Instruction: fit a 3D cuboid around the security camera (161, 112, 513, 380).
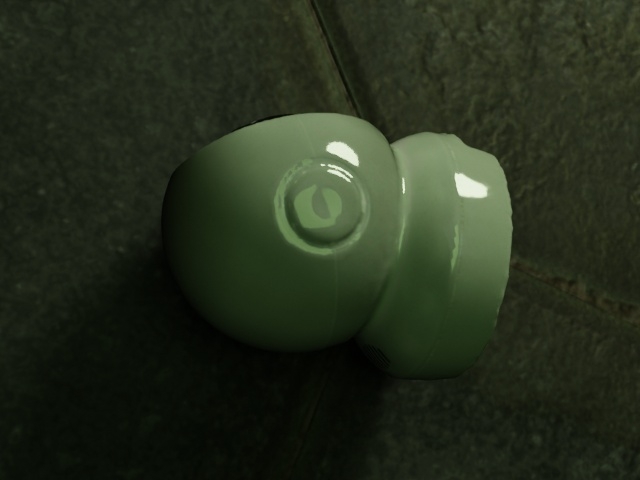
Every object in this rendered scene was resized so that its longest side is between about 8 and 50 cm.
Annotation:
[{"bbox_3d":[0.000,0.000,0.789,0.236,0.194,0.194,8,79,-13],"label":"security camera"}]
